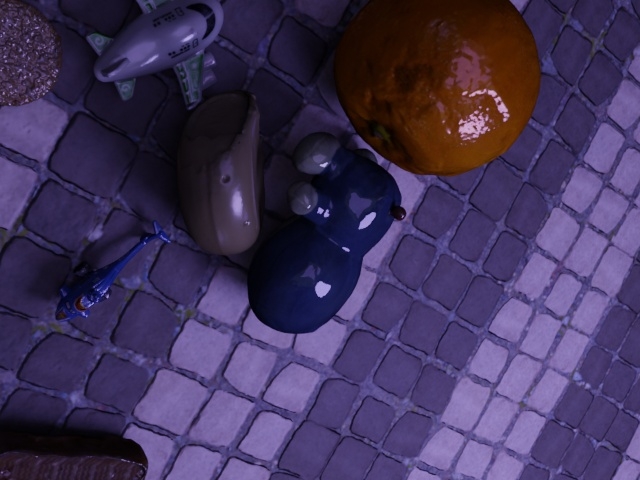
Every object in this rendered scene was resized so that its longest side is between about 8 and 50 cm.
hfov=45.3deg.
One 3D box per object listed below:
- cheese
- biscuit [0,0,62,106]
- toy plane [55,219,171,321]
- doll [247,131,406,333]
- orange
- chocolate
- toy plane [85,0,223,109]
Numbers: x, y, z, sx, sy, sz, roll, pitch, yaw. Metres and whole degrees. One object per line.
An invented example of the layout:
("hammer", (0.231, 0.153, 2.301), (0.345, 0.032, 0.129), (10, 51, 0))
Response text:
("cheese", (-0.117, -0.068, 0.940), (0.091, 0.175, 0.202), (2, 134, 3))
("biscuit", (-0.347, -0.208, 0.853), (0.120, 0.015, 0.120), (-7, 107, -25))
("toy plane", (-0.259, 0.041, 0.946), (0.167, 0.062, 0.054), (-45, 120, -22))
("doll", (0.000, 0.000, 1.012), (0.258, 0.154, 0.228), (-53, 160, 11))
("orange", (0.149, -0.209, 0.977), (0.261, 0.261, 0.261), (-8, 107, -26))
("chocolate", (-0.336, 0.313, 0.959), (0.214, 0.093, 0.148), (16, 94, -31))
("toy plane", (-0.187, -0.234, 0.895), (0.174, 0.080, 0.174), (-8, 106, -28))
